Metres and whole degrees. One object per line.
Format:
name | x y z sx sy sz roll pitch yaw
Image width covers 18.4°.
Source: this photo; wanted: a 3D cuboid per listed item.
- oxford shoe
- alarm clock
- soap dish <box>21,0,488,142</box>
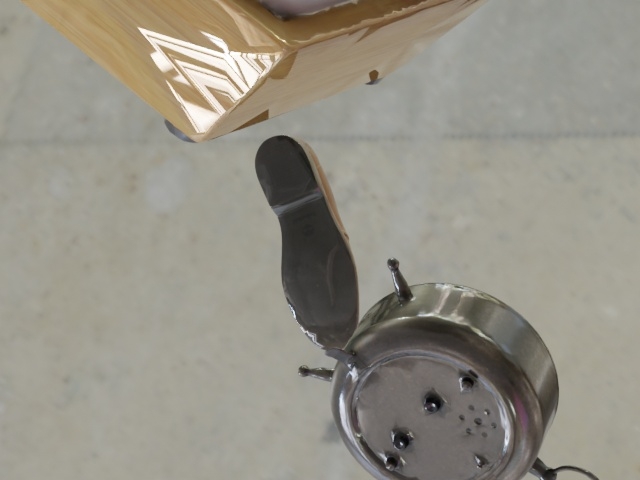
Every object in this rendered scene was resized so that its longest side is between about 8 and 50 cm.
oxford shoe | 0.000 0.000 1.898 0.076 0.076 0.212 -13 90 19
alarm clock | 0.087 0.105 1.162 0.129 0.192 0.064 -53 5 34
soap dish | -0.074 -0.176 0.975 0.291 0.229 0.118 39 121 16
